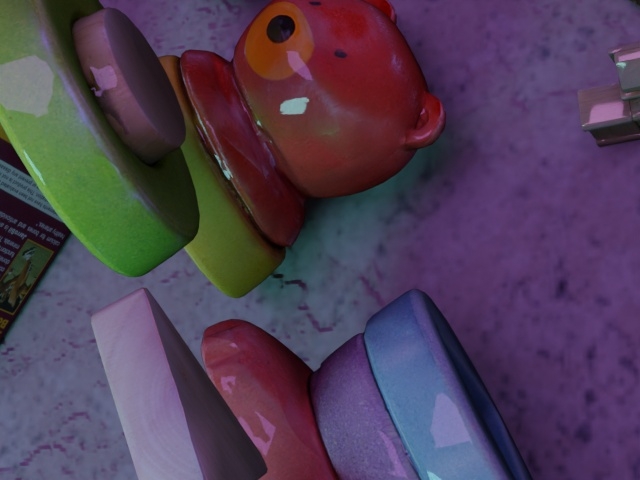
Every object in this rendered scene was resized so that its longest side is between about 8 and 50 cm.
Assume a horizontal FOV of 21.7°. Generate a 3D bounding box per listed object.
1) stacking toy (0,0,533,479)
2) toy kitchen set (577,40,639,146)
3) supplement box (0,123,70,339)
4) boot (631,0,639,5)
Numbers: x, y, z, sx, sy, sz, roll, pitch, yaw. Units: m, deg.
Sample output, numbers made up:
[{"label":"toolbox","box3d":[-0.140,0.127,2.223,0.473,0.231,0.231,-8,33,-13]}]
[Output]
[{"label":"stacking toy","box3d":[0.000,0.000,0.664,0.130,0.279,0.309,-28,66,8]},{"label":"toy kitchen set","box3d":[0.154,-0.041,0.720,0.083,0.068,0.075,-10,71,21]},{"label":"supplement box","box3d":[-0.209,0.013,0.843,0.080,0.104,0.188,33,89,29]},{"label":"boot","box3d":[0.182,-0.142,0.752,0.084,0.059,0.158,-37,47,-21]}]
